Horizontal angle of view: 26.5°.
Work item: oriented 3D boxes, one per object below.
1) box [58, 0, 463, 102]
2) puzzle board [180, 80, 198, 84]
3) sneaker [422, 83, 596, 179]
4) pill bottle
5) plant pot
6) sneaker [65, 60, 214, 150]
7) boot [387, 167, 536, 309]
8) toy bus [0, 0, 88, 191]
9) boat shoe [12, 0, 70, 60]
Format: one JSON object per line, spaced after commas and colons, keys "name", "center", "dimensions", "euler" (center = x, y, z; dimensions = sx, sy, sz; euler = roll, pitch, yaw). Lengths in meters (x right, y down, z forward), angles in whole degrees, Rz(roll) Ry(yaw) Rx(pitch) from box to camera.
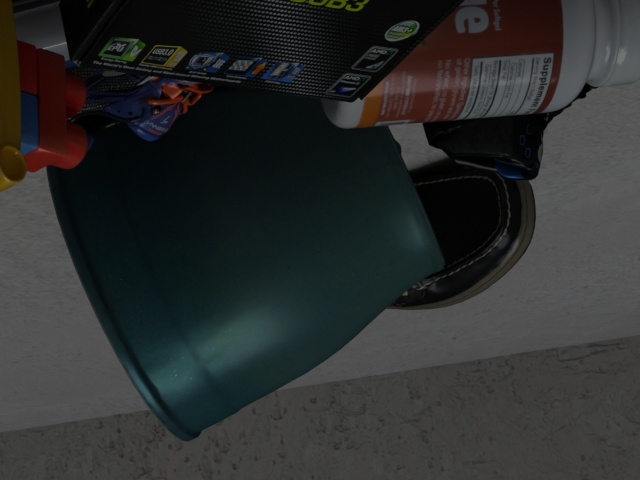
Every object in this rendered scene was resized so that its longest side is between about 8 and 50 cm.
{"name": "box", "center": [-0.008, -0.143, 0.683], "dimensions": [0.190, 0.045, 0.184], "euler": [3, 152, -37]}
{"name": "puzzle board", "center": [-0.048, -0.127, 0.778], "dimensions": [0.096, 0.011, 0.128], "euler": [-6, 157, 7]}
{"name": "sneaker", "center": [0.187, -0.111, 1.082], "dimensions": [0.216, 0.121, 0.079], "euler": [-9, 166, 5]}
{"name": "pill bottle", "center": [0.108, -0.144, 0.920], "dimensions": [0.216, 0.121, 0.121], "euler": [-6, 165, -10]}
{"name": "plant pot", "center": [-0.047, -0.012, 1.107], "dimensions": [0.255, 0.272, 0.271], "euler": [-24, 164, 4]}
{"name": "sneaker", "center": [-0.111, -0.115, 0.973], "dimensions": [0.221, 0.087, 0.083], "euler": [-15, 165, 23]}
{"name": "boot", "center": [0.000, 0.000, 1.389], "dimensions": [0.377, 0.138, 0.284], "euler": [-14, 165, 42]}
{"name": "toy bus", "center": [-0.214, -0.108, 0.675], "dimensions": [0.149, 0.220, 0.211], "euler": [-22, 158, 40]}
{"name": "boat shoe", "center": [-0.250, -0.135, 0.795], "dimensions": [0.301, 0.102, 0.108], "euler": [-14, -177, 2]}
